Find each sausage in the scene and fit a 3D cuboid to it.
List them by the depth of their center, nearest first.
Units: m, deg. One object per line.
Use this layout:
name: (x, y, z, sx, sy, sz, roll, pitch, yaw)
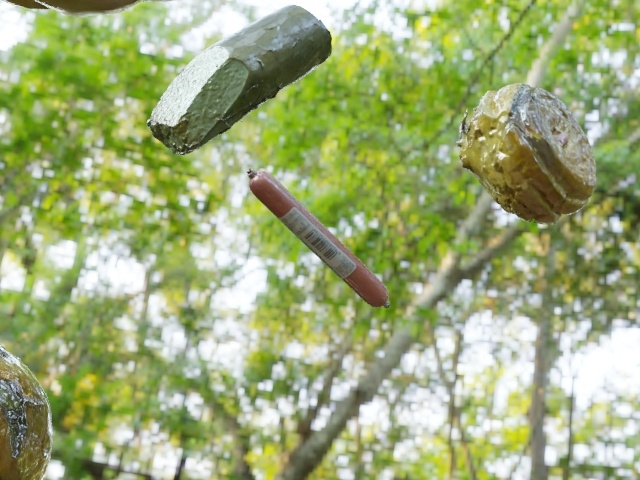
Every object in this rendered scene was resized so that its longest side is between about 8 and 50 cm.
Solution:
sausage: (0.000, 0.000, 1.360, 0.223, 0.029, 0.029, 44, -37, -22)

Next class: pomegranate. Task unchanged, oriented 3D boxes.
pomegranate: (-0.446, 0.219, 1.470, 0.281, 0.281, 0.281, 7, -23, 3)

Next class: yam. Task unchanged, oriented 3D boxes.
yam: (-0.110, -0.216, 1.713, 0.106, 0.259, 0.106, 39, -30, 27)

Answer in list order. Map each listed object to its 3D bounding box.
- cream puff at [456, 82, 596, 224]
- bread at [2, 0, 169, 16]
cream puff: (0.252, -0.104, 1.612, 0.129, 0.189, 0.189, -35, -44, 31)
bread: (-0.015, -0.197, 0.525, 0.173, 0.311, 0.121, 18, -44, 44)
